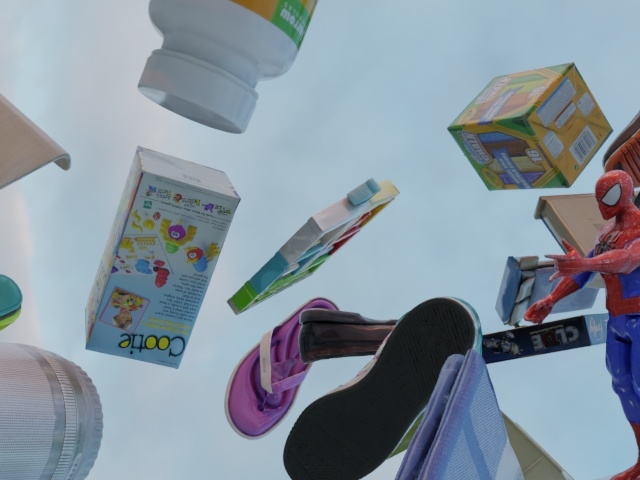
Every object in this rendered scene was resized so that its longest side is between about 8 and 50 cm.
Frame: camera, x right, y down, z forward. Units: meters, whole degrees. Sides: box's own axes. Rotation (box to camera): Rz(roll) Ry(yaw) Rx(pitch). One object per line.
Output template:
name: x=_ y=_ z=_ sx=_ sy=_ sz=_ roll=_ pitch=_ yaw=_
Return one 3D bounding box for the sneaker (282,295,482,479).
sneaker: x=0.089 y=0.177 z=1.011 sx=0.295 sy=0.178 sz=0.124 roll=-46 pitch=-107 yaw=16

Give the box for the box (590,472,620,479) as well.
box: x=0.434 y=0.429 z=1.293 sx=0.130 sy=0.170 sz=0.091 roll=-16 pitch=-100 yaw=5

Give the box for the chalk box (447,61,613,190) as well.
chalk box: x=0.398 y=-0.222 z=1.690 sx=0.179 sy=0.180 sz=0.289 roll=51 pitch=-23 yaw=-23

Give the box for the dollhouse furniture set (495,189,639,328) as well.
dollhouse furniture set: x=0.513 y=0.089 z=1.544 sx=0.198 sy=0.286 sz=0.303 roll=-108 pitch=-161 yaw=-48

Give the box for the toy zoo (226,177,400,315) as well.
toy zoo: x=0.000 y=0.000 z=1.234 sx=0.030 sy=0.192 sz=0.293 roll=54 pitch=-48 yaw=8

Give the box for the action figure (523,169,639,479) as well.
action figure: x=0.227 y=0.085 z=0.685 sx=0.091 sy=0.139 sz=0.280 roll=-168 pitch=-109 yaw=-72

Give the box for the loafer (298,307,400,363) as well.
loafer: x=0.109 y=0.185 z=1.439 sx=0.109 sy=0.302 sz=0.095 roll=111 pitch=-13 yaw=-71

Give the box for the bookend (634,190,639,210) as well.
bookend: x=0.384 y=-0.003 z=0.863 sx=0.157 sy=0.072 sz=0.156 roll=28 pitch=-64 yaw=8

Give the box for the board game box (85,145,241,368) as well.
board game box: x=-0.239 y=0.024 z=1.226 sx=0.275 sy=0.144 sz=0.142 roll=-68 pitch=-158 yaw=14

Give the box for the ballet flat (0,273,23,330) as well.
ballet flat: x=-0.375 y=0.080 z=0.755 sx=0.077 sy=0.231 sz=0.077 roll=-37 pitch=-103 yaw=26

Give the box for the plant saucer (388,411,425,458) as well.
plant saucer: x=0.130 y=0.327 z=1.453 sx=0.241 sy=0.241 sz=0.037 roll=-54 pitch=-125 yaw=37

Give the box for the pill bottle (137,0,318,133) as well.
pill bottle: x=-0.068 y=-0.225 z=0.730 sx=0.136 sy=0.136 sz=0.246 roll=17 pitch=-96 yaw=50

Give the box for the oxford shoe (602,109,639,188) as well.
oxford shoe: x=0.429 y=-0.168 z=0.985 sx=0.271 sy=0.097 sz=0.098 roll=-41 pitch=-141 yaw=2

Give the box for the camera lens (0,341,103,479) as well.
camera lens: x=-0.432 y=0.229 z=1.020 sx=0.219 sy=0.274 sz=0.219 roll=-7 pitch=-105 yaw=25

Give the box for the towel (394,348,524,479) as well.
towel: x=0.097 y=0.231 z=0.469 sx=0.034 sy=0.209 sz=0.285 roll=-11 pitch=-68 yaw=28

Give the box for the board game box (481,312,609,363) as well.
board game box: x=0.285 y=0.147 z=1.188 sx=0.243 sy=0.165 sz=0.042 roll=-16 pitch=-101 yaw=32

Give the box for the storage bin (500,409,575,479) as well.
storage bin: x=0.399 y=0.457 z=1.653 sx=0.123 sy=0.262 sz=0.260 roll=-46 pitch=-129 yaw=1

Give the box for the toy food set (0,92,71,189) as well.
toy food set: x=-0.507 y=-0.112 z=1.087 sx=0.219 sy=0.306 sz=0.092 roll=42 pitch=-50 yaw=3

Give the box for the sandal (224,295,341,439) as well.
sandal: x=-0.087 y=0.279 z=1.981 sx=0.169 sy=0.416 sz=0.102 roll=34 pitch=-32 yaw=3
